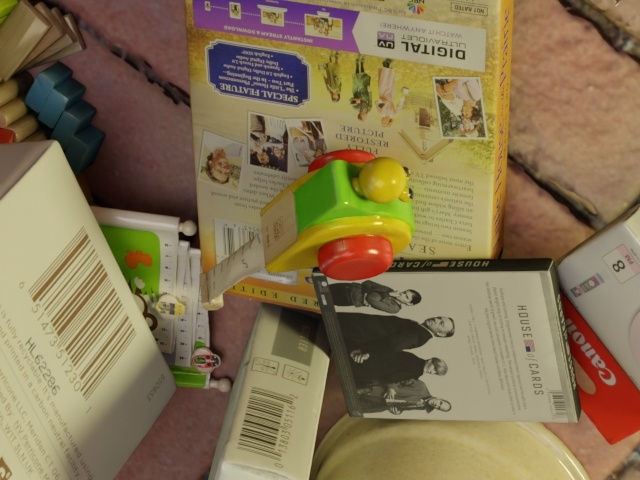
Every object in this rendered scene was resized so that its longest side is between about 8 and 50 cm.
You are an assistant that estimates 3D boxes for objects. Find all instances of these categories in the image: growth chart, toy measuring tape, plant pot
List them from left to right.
[{"bbox_3d":[-0.191,0.062,1.931,0.172,0.021,0.237,-1,124,11],"label":"growth chart"},{"bbox_3d":[0.000,0.000,1.737,0.121,0.121,0.330,48,144,-3],"label":"toy measuring tape"},{"bbox_3d":[0.090,0.356,1.817,0.334,0.305,0.333,8,113,18],"label":"plant pot"}]

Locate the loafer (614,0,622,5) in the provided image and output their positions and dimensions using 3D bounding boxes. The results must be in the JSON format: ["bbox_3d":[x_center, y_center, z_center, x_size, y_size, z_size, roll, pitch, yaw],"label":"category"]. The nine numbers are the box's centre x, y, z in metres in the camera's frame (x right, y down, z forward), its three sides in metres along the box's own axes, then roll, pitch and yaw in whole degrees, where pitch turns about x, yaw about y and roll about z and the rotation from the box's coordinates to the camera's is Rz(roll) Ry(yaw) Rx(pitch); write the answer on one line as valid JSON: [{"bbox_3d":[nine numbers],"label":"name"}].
[{"bbox_3d":[0.398,-0.250,1.565,0.366,0.134,0.130,9,125,23],"label":"loafer"}]

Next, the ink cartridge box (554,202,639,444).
[{"bbox_3d":[0.279,0.094,1.732,0.189,0.066,0.232,52,134,2],"label":"ink cartridge box"}]

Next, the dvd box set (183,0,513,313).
[{"bbox_3d":[0.027,-0.109,1.742,0.308,0.062,0.420,10,126,17],"label":"dvd box set"}]

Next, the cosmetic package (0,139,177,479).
[{"bbox_3d":[-0.426,0.128,1.848,0.394,0.327,0.329,-3,125,33],"label":"cosmetic package"}]

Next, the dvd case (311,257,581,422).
[{"bbox_3d":[0.122,0.098,1.787,0.239,0.029,0.179,-1,122,22],"label":"dvd case"}]

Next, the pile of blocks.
[{"bbox_3d":[-0.315,-0.148,1.880,0.149,0.112,0.362,-18,104,27],"label":"pile of blocks"}]

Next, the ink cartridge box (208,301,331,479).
[{"bbox_3d":[-0.091,0.292,1.855,0.091,0.308,0.385,19,117,-4],"label":"ink cartridge box"}]
